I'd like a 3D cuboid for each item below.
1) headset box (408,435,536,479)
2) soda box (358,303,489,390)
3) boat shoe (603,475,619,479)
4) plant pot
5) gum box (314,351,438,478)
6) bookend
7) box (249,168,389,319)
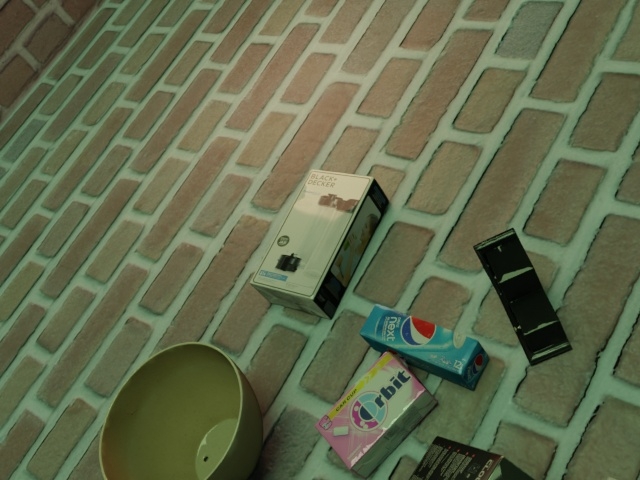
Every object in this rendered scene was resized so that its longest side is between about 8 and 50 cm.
[{"bbox_3d":[0.177,0.385,0.919,0.110,0.293,0.218,36,76,0],"label":"headset box"},{"bbox_3d":[0.175,0.179,1.217,0.210,0.071,0.067,17,68,38],"label":"soda box"},{"bbox_3d":[0.452,0.329,0.818,0.156,0.136,0.367,-54,6,-19],"label":"boat shoe"},{"bbox_3d":[-0.212,0.348,1.245,0.284,0.191,0.284,-16,50,20],"label":"plant pot"},{"bbox_3d":[0.096,0.286,1.188,0.188,0.062,0.107,-46,46,-3],"label":"gum box"},{"bbox_3d":[0.323,0.091,1.136,0.072,0.156,0.157,-26,49,12],"label":"bookend"},{"bbox_3d":[0.000,0.000,1.444,0.169,0.087,0.290,13,65,37],"label":"box"}]
